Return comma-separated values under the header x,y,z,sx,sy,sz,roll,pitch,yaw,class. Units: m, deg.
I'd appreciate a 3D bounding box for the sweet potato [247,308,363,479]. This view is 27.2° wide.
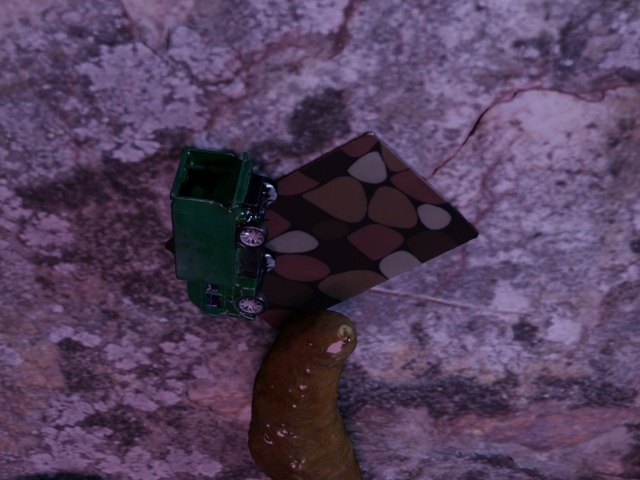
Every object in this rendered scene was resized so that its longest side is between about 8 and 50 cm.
x,y,z,sx,sy,sz,roll,pitch,yaw,class
-0.016,0.183,1.287,0.114,0.092,0.341,-10,141,-4,sweet potato

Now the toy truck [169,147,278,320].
x,y,z,sx,sy,sz,roll,pitch,yaw,class
-0.077,0.000,1.092,0.079,0.065,0.147,5,137,5,toy truck

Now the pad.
x,y,z,sx,sy,sz,roll,pitch,yaw,class
0.000,0.000,1.140,0.235,0.003,0.158,-27,131,31,pad

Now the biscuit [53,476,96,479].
x,y,z,sx,sy,sz,roll,pitch,yaw,class
-0.277,0.348,1.545,0.254,0.035,0.254,1,139,1,biscuit
